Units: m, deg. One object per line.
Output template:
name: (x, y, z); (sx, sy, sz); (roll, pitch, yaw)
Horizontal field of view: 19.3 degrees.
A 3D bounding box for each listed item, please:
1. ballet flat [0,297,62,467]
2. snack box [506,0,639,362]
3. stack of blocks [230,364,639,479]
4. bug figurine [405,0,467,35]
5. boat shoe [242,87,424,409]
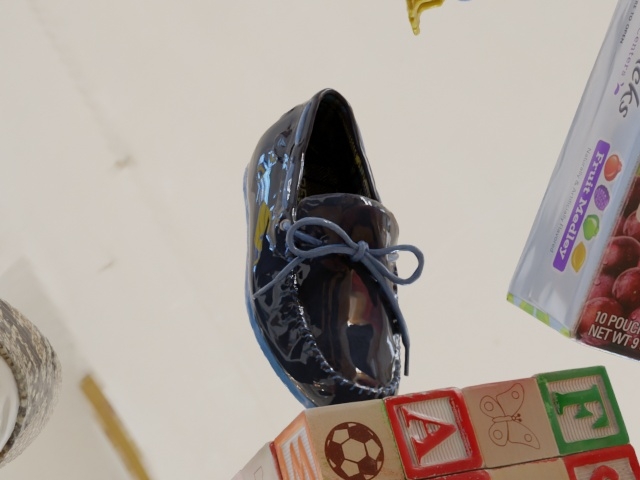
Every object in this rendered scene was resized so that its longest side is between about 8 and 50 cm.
ballet flat: (-0.302, 0.072, 1.055); (0.483, 0.182, 0.164); (32, -88, -45)
snack box: (0.113, -0.035, 0.417); (0.100, 0.037, 0.141); (17, -81, -23)
stack of blocks: (0.026, 0.169, 1.013); (0.171, 0.297, 0.087); (-7, -112, -25)
bug figurine: (0.059, -0.268, 1.059); (0.072, 0.216, 0.279); (-10, -101, 6)
boat shoe: (0.000, 0.000, 1.183); (0.109, 0.089, 0.258); (12, -140, -32)
